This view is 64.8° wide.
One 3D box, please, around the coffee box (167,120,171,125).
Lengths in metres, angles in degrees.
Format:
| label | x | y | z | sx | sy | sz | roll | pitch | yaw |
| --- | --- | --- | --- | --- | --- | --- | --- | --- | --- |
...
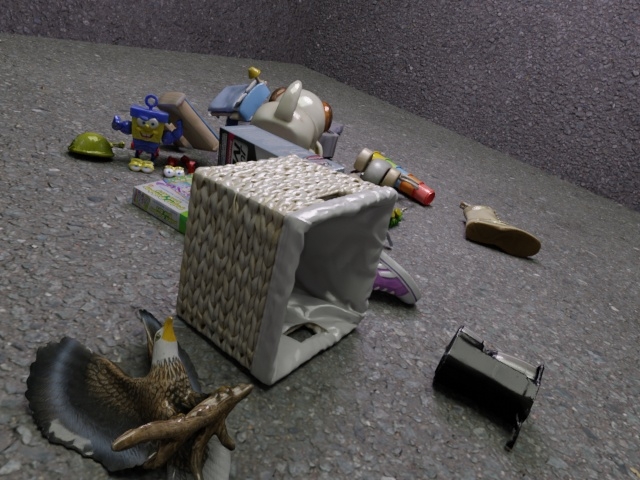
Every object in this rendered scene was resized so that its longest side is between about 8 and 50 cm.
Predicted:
| label | x | y | z | sx | sy | sz | roll | pitch | yaw |
| --- | --- | --- | --- | --- | --- | --- | --- | --- | --- |
| coffee box | -0.522 | -0.434 | 1.903 | 0.113 | 0.040 | 0.184 | -1 | 32 | -34 |

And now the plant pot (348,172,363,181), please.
| label | x | y | z | sx | sy | sz | roll | pitch | yaw |
| --- | --- | --- | --- | --- | --- | --- | --- | --- | --- |
| plant pot | 0.107 | -0.145 | 1.667 | 0.096 | 0.109 | 0.109 | 35 | 30 | 13 |

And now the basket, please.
| label | x | y | z | sx | sy | sz | roll | pitch | yaw |
| --- | --- | --- | --- | --- | --- | --- | --- | --- | --- |
| basket | -0.066 | 0.032 | 0.977 | 0.266 | 0.331 | 0.328 | 26 | 27 | 28 |

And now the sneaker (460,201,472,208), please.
| label | x | y | z | sx | sy | sz | roll | pitch | yaw |
| --- | --- | --- | --- | --- | --- | --- | --- | --- | --- |
| sneaker | 0.594 | -0.130 | 2.006 | 0.036 | 0.032 | 0.083 | 1 | 31 | -29 |

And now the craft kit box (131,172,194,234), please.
| label | x | y | z | sx | sy | sz | roll | pitch | yaw |
| --- | --- | --- | --- | --- | --- | --- | --- | --- | --- |
| craft kit box | -0.326 | -0.097 | 1.361 | 0.249 | 0.061 | 0.246 | 28 | 31 | 20 |

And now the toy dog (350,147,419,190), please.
| label | x | y | z | sx | sy | sz | roll | pitch | yaw |
| --- | --- | --- | --- | --- | --- | --- | --- | --- | --- |
| toy dog | 0.199 | -0.216 | 1.820 | 0.220 | 0.161 | 0.333 | 41 | 14 | 26 |

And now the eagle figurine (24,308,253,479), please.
| label | x | y | z | sx | sy | sz | roll | pitch | yaw |
| --- | --- | --- | --- | --- | --- | --- | --- | --- | --- |
| eagle figurine | -0.238 | 0.213 | 0.718 | 0.298 | 0.225 | 0.226 | 1 | -34 | 42 |

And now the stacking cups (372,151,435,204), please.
| label | x | y | z | sx | sy | sz | roll | pitch | yaw |
| --- | --- | --- | --- | --- | --- | --- | --- | --- | --- |
| stacking cups | 0.310 | -0.242 | 1.993 | 0.096 | 0.096 | 0.316 | -10 | 39 | -43 |

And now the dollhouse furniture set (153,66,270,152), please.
| label | x | y | z | sx | sy | sz | roll | pitch | yaw |
| --- | --- | --- | --- | --- | --- | --- | --- | --- | --- |
| dollhouse furniture set | -0.372 | -0.473 | 1.644 | 0.286 | 0.198 | 0.303 | 16 | 63 | 43 |

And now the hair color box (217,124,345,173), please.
| label | x | y | z | sx | sy | sz | roll | pitch | yaw |
| --- | --- | --- | --- | --- | --- | --- | --- | --- | --- |
| hair color box | -0.118 | -0.151 | 1.276 | 0.113 | 0.185 | 0.374 | -14 | 34 | -41 |

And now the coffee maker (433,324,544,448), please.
| label | x | y | z | sx | sy | sz | roll | pitch | yaw |
| --- | --- | --- | --- | --- | --- | --- | --- | --- | --- |
| coffee maker | 0.316 | 0.268 | 0.972 | 0.178 | 0.120 | 0.171 | 26 | 28 | 17 |

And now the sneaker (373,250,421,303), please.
| label | x | y | z | sx | sy | sz | roll | pitch | yaw |
| --- | --- | --- | --- | --- | --- | --- | --- | --- | --- |
| sneaker | 0.105 | 0.094 | 1.224 | 0.282 | 0.161 | 0.102 | 41 | -11 | -10 |

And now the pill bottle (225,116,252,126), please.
| label | x | y | z | sx | sy | sz | roll | pitch | yaw |
| --- | --- | --- | --- | --- | --- | --- | --- | --- | --- |
| pill bottle | -0.310 | -0.446 | 1.909 | 0.094 | 0.169 | 0.094 | 14 | 26 | -7 |

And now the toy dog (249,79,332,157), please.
| label | x | y | z | sx | sy | sz | roll | pitch | yaw |
| --- | --- | --- | --- | --- | --- | --- | --- | --- | --- |
| toy dog | -0.117 | -0.353 | 1.625 | 0.284 | 0.396 | 0.408 | 11 | 34 | 8 |

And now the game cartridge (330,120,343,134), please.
| label | x | y | z | sx | sy | sz | roll | pitch | yaw |
| --- | --- | --- | --- | --- | --- | --- | --- | --- | --- |
| game cartridge | -0.055 | -0.538 | 2.373 | 0.230 | 0.068 | 0.355 | 30 | 28 | 16 |

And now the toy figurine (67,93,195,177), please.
| label | x | y | z | sx | sy | sz | roll | pitch | yaw |
| --- | --- | --- | --- | --- | --- | --- | --- | --- | --- |
| toy figurine | -0.546 | -0.344 | 1.518 | 0.362 | 0.217 | 0.191 | 10 | 27 | -15 |

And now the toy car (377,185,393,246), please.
| label | x | y | z | sx | sy | sz | roll | pitch | yaw |
| --- | --- | --- | --- | --- | --- | --- | --- | --- | --- |
| toy car | 0.139 | -0.048 | 1.508 | 0.155 | 0.149 | 0.188 | -19 | 70 | -37 |

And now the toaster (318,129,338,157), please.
| label | x | y | z | sx | sy | sz | roll | pitch | yaw |
| --- | --- | --- | --- | --- | --- | --- | --- | --- | --- |
| toaster | -0.034 | -0.409 | 2.075 | 0.168 | 0.110 | 0.185 | -6 | 35 | -37 |

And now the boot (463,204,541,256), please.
| label | x | y | z | sx | sy | sz | roll | pitch | yaw |
| --- | --- | --- | --- | --- | --- | --- | --- | --- | --- |
| boot | 0.640 | -0.041 | 1.800 | 0.261 | 0.095 | 0.203 | 15 | 25 | 5 |

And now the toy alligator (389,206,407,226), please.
| label | x | y | z | sx | sy | sz | roll | pitch | yaw |
| --- | --- | --- | --- | --- | --- | --- | --- | --- | --- |
| toy alligator | 0.245 | -0.075 | 1.674 | 0.189 | 0.056 | 0.051 | -14 | 82 | -49 |
